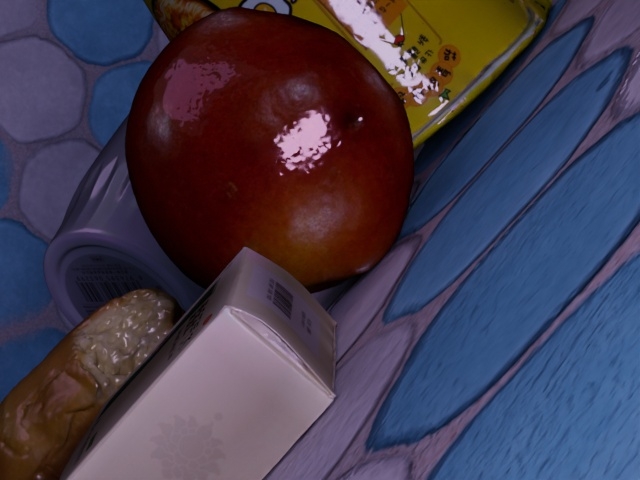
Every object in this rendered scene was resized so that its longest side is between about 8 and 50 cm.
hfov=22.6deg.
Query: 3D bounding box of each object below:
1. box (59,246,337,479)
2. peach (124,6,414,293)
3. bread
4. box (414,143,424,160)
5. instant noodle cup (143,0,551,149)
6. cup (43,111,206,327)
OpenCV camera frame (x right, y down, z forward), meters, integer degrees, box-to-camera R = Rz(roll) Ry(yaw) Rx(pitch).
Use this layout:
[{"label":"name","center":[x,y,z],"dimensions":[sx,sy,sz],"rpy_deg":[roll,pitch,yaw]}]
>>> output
[{"label":"box","center":[-0.073,0.107,1.056],"dimensions":[0.168,0.095,0.212],"rpy_deg":[-46,6,7]},{"label":"peach","center":[-0.041,-0.069,1.239],"dimensions":[0.199,0.243,0.243],"rpy_deg":[-19,-20,-48]},{"label":"bread","center":[-0.225,0.192,1.391],"dimensions":[0.344,0.149,0.195],"rpy_deg":[-49,5,4]},{"label":"box","center":[0.000,0.000,1.508],"dimensions":[0.235,0.034,0.132],"rpy_deg":[-46,6,35]},{"label":"instant noodle cup","center":[0.007,-0.209,1.451],"dimensions":[0.325,0.254,0.325],"rpy_deg":[-38,10,8]},{"label":"cup","center":[-0.136,-0.049,1.828],"dimensions":[0.253,0.253,0.371],"rpy_deg":[-43,10,50]}]
